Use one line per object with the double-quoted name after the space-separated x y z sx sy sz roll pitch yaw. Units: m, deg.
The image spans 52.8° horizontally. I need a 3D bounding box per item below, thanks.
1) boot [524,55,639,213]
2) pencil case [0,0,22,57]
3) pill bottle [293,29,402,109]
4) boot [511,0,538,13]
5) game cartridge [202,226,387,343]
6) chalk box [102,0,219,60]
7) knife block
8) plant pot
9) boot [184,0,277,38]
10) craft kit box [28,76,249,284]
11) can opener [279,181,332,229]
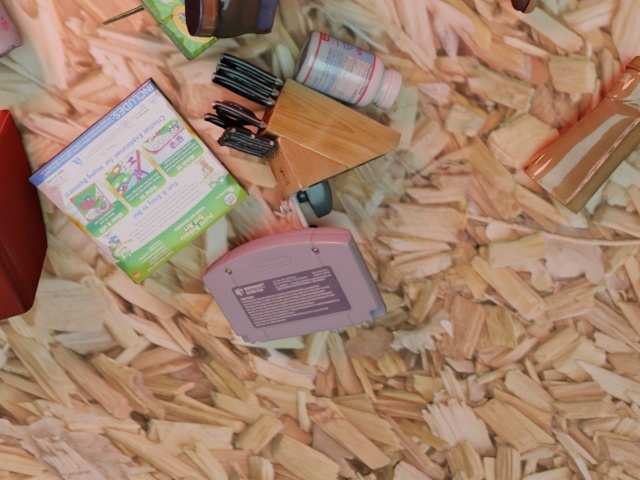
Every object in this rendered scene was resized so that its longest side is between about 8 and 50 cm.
0.540 -0.157 1.157 0.236 0.089 0.269 36 105 -10 "boot"
-0.529 -0.367 0.888 0.124 0.113 0.273 -10 117 18 "pencil case"
0.045 -0.266 1.030 0.160 0.087 0.087 17 111 -16 "pill bottle"
0.234 -0.466 0.985 0.207 0.090 0.248 -5 117 7 "boot"
-0.052 0.079 1.137 0.294 0.060 0.196 -14 122 24 "game cartridge"
-0.172 -0.377 0.899 0.289 0.180 0.179 -35 114 9 "chalk box"
-0.038 -0.204 1.036 0.276 0.088 0.242 -25 94 -21 "knife block"
-0.566 -0.006 0.980 0.267 0.267 0.235 -16 129 -1 "plant pot"
-0.104 -0.358 0.792 0.106 0.082 0.219 -3 112 -31 "boot"
-0.291 -0.093 1.064 0.250 0.061 0.246 -38 111 2 "craft kit box"
0.000 0.000 1.150 0.093 0.074 0.280 -19 116 1 "can opener"
